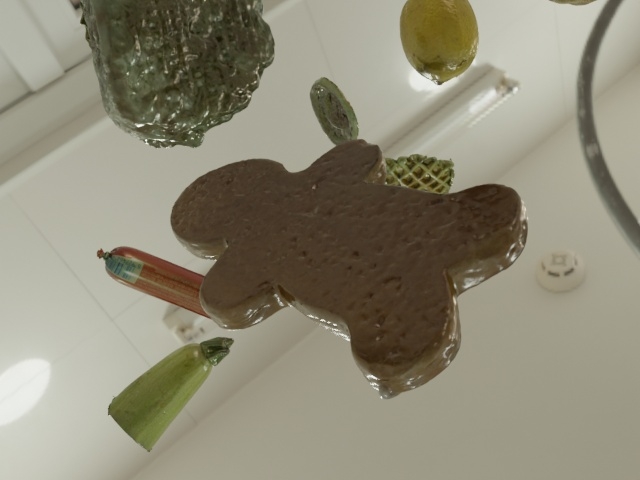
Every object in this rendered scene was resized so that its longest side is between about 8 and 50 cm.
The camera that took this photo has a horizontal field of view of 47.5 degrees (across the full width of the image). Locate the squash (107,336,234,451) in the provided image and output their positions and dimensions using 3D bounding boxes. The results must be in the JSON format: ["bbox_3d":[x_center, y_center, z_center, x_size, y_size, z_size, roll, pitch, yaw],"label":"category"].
[{"bbox_3d":[-0.314,0.293,1.555,0.137,0.137,0.287,26,-113,41],"label":"squash"}]

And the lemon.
[{"bbox_3d":[0.124,-0.222,0.767,0.082,0.082,0.111,-11,-94,14],"label":"lemon"}]

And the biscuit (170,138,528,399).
[{"bbox_3d":[0.000,0.001,0.785,0.431,0.064,0.283,16,-127,40],"label":"biscuit"}]

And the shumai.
[{"bbox_3d":[-0.145,-0.161,0.586,0.141,0.184,0.184,-4,-136,41],"label":"shumai"}]

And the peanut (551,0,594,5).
[{"bbox_3d":[0.178,-0.196,0.434,0.093,0.194,0.083,40,-91,1],"label":"peanut"}]

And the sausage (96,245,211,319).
[{"bbox_3d":[-0.278,0.072,1.316,0.083,0.263,0.083,-48,-152,35],"label":"sausage"}]

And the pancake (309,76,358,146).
[{"bbox_3d":[0.018,-0.175,0.999,0.017,0.108,0.108,-31,-139,-24],"label":"pancake"}]

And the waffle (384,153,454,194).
[{"bbox_3d":[0.216,-0.136,1.751,0.207,0.214,0.054,-3,-121,-10],"label":"waffle"}]
